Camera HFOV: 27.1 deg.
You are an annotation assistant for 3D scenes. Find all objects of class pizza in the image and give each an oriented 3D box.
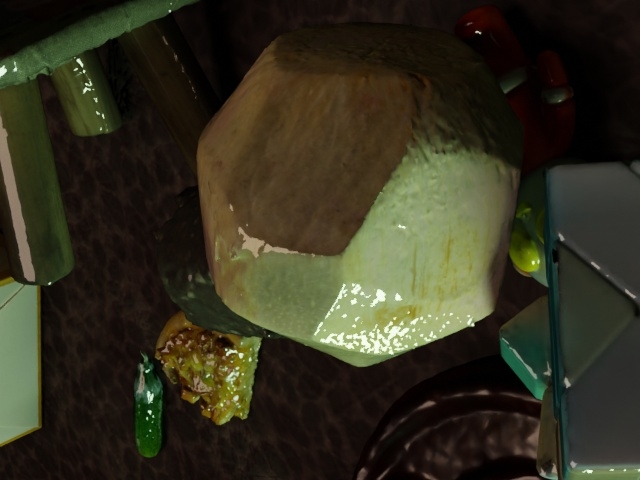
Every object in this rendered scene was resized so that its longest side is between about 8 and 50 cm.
[{"bbox_3d":[-0.115,0.131,1.399,0.175,0.046,0.134,-29,85,52],"label":"pizza"}]

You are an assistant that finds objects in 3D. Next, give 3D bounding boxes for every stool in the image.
[{"bbox_3d":[-0.259,-0.142,1.223,0.310,0.310,0.226,21,130,41],"label":"stool"}]

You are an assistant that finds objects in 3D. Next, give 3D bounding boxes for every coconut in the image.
[{"bbox_3d":[0.025,-0.026,0.901,0.197,0.237,0.237,40,137,49],"label":"coconut"}]

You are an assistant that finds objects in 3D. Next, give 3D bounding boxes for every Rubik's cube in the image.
[{"bbox_3d":[0.221,0.054,0.813,0.213,0.224,0.265,62,-152,-71],"label":"Rubik's cube"}]

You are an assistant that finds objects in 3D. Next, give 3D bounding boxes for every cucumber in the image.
[{"bbox_3d":[-0.201,0.196,1.544,0.037,0.037,0.155,30,130,38],"label":"cucumber"}]

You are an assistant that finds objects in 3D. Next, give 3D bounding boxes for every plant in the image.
[{"bbox_3d":[0.000,0.001,1.122,0.274,0.149,0.146,-11,144,36],"label":"plant"}]

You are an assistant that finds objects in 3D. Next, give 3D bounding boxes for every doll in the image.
[{"bbox_3d":[0.155,-0.048,0.961,0.142,0.076,0.245,-40,73,54],"label":"doll"}]

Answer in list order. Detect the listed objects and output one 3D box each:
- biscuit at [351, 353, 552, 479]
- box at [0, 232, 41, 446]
[{"bbox_3d":[0.174,0.290,1.034,0.407,0.091,0.407,11,107,40],"label":"biscuit"},{"bbox_3d":[-0.523,0.137,1.717,0.214,0.259,0.283,35,133,33],"label":"box"}]
